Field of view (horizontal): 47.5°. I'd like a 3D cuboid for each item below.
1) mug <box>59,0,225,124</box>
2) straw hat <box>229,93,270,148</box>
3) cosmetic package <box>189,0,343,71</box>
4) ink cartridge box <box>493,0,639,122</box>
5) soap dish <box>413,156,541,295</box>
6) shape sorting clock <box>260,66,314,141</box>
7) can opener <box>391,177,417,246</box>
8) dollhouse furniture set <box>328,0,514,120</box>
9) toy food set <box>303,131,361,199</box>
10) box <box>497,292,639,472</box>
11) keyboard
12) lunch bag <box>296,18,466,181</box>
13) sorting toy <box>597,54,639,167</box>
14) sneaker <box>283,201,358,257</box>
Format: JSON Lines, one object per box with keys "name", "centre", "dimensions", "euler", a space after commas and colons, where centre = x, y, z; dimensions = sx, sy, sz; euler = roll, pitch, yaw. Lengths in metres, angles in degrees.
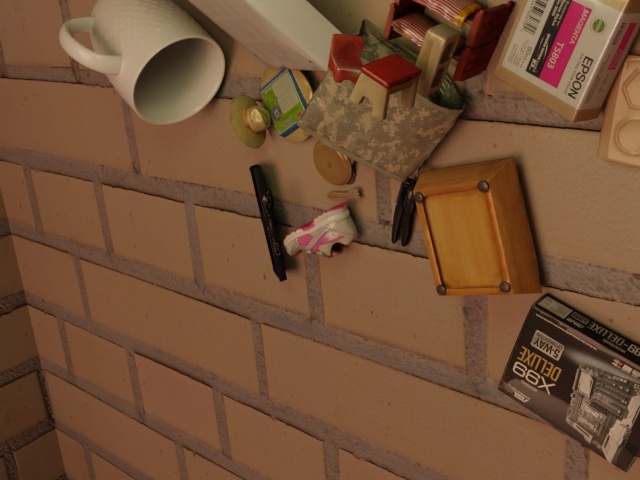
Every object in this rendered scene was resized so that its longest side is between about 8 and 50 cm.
{"name": "mug", "centre": [-0.488, -0.504, 1.888], "dimensions": [0.328, 0.374, 0.276], "euler": [48, 129, 25]}
{"name": "straw hat", "centre": [-0.161, -0.309, 1.846], "dimensions": [0.061, 0.144, 0.145], "euler": [-10, 101, 36]}
{"name": "cosmetic package", "centre": [-0.160, -0.513, 1.557], "dimensions": [0.097, 0.377, 0.284], "euler": [-57, 32, -3]}
{"name": "ink cartridge box", "centre": [0.438, -0.356, 1.277], "dimensions": [0.193, 0.088, 0.235], "euler": [43, 132, 34]}
{"name": "soap dish", "centre": [0.323, -0.014, 1.530], "dimensions": [0.228, 0.118, 0.291], "euler": [-5, 103, 44]}
{"name": "shape sorting clock", "centre": [-0.079, -0.346, 1.810], "dimensions": [0.206, 0.040, 0.206], "euler": [28, 128, 42]}
{"name": "can opener", "centre": [0.192, -0.063, 1.675], "dimensions": [0.059, 0.073, 0.186], "euler": [30, 136, 20]}
{"name": "dollhouse furniture set", "centre": [0.164, -0.381, 1.337], "dimensions": [0.201, 0.374, 0.152], "euler": [37, 134, 23]}
{"name": "toy food set", "centre": [0.037, -0.194, 1.780], "dimensions": [0.132, 0.038, 0.192], "euler": [3, 121, 48]}
{"name": "box", "centre": [0.542, 0.287, 1.488], "dimensions": [0.307, 0.076, 0.243], "euler": [32, 128, 28]}
{"name": "keyboard", "centre": [-0.133, -0.045, 1.943], "dimensions": [0.201, 0.033, 0.317], "euler": [-138, 34, -74]}
{"name": "lunch bag", "centre": [0.137, -0.282, 1.543], "dimensions": [0.287, 0.169, 0.235], "euler": [33, 134, -4]}
{"name": "sorting toy", "centre": [0.593, -0.215, 1.254], "dimensions": [0.208, 0.038, 0.193], "euler": [23, 122, 40]}
{"name": "sneaker", "centre": [0.000, 0.000, 1.847], "dimensions": [0.252, 0.103, 0.111], "euler": [-30, 90, 50]}
